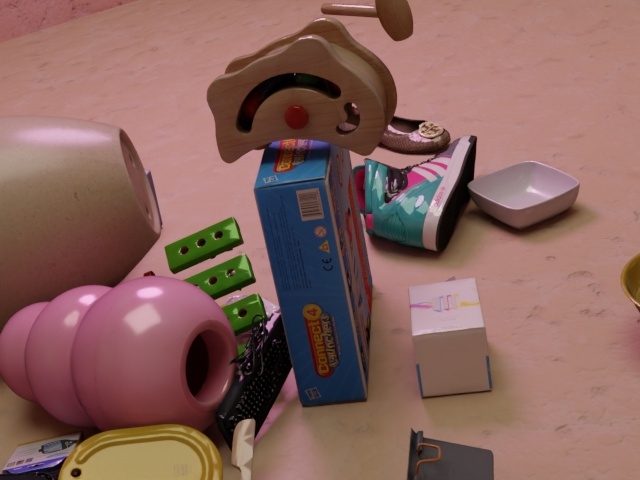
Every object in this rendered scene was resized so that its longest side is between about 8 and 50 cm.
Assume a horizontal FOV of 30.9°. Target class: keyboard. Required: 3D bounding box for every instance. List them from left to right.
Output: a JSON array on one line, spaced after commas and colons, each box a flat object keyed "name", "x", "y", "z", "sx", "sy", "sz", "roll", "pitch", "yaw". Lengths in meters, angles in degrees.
[{"name": "keyboard", "x": -0.069, "y": 0.165, "z": 1.391, "sx": 0.038, "sy": 0.100, "sz": 0.192, "roll": -9, "pitch": 34, "yaw": 29}]

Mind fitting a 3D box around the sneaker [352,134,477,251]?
[{"name": "sneaker", "x": 0.141, "y": -0.088, "z": 1.840, "sx": 0.178, "sy": 0.124, "sz": 0.295, "roll": 10, "pitch": 33, "yaw": 17}]

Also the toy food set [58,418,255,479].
[{"name": "toy food set", "x": -0.175, "y": 0.275, "z": 1.281, "sx": 0.217, "sy": 0.071, "sz": 0.128, "roll": -5, "pitch": 48, "yaw": -4}]

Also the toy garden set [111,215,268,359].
[{"name": "toy garden set", "x": -0.171, "y": 0.111, "z": 1.558, "sx": 0.203, "sy": 0.049, "sz": 0.244, "roll": -24, "pitch": 54, "yaw": 6}]

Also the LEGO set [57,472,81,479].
[{"name": "LEGO set", "x": -0.288, "y": 0.291, "z": 1.343, "sx": 0.083, "sy": 0.023, "sz": 0.054, "roll": 19, "pitch": 39, "yaw": 23}]

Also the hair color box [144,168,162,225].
[{"name": "hair color box", "x": -0.475, "y": -0.026, "z": 1.925, "sx": 0.374, "sy": 0.114, "sz": 0.185, "roll": -1, "pitch": 27, "yaw": 16}]

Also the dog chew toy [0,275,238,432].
[{"name": "dog chew toy", "x": -0.267, "y": 0.144, "z": 1.429, "sx": 0.331, "sy": 0.207, "sz": 0.206, "roll": 1, "pitch": 28, "yaw": 32}]

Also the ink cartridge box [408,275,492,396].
[{"name": "ink cartridge box", "x": 0.161, "y": 0.116, "z": 1.451, "sx": 0.089, "sy": 0.092, "sz": 0.143, "roll": -8, "pitch": 25, "yaw": 5}]

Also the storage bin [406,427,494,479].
[{"name": "storage bin", "x": 0.132, "y": 0.257, "z": 1.190, "sx": 0.091, "sy": 0.098, "sz": 0.135, "roll": 4, "pitch": 28, "yaw": 5}]

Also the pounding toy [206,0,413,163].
[{"name": "pounding toy", "x": 0.009, "y": -0.183, "z": 1.365, "sx": 0.269, "sy": 0.154, "sz": 0.155, "roll": -21, "pitch": 21, "yaw": 26}]

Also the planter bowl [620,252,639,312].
[{"name": "planter bowl", "x": 0.479, "y": 0.082, "z": 1.410, "sx": 0.217, "sy": 0.090, "sz": 0.217, "roll": -8, "pitch": 27, "yaw": 4}]

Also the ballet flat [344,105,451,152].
[{"name": "ballet flat", "x": 0.131, "y": -0.211, "z": 2.144, "sx": 0.249, "sy": 0.058, "sz": 0.084, "roll": 16, "pitch": 37, "yaw": 41}]

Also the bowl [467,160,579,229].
[{"name": "bowl", "x": 0.317, "y": -0.066, "z": 1.802, "sx": 0.142, "sy": 0.053, "sz": 0.142, "roll": -22, "pitch": 28, "yaw": -22}]

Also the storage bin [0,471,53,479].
[{"name": "storage bin", "x": -0.373, "y": 0.320, "z": 1.237, "sx": 0.180, "sy": 0.084, "sz": 0.122, "roll": -5, "pitch": 27, "yaw": 11}]

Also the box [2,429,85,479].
[{"name": "box", "x": -0.322, "y": 0.258, "z": 1.356, "sx": 0.081, "sy": 0.028, "sz": 0.136, "roll": -12, "pitch": 7, "yaw": -4}]

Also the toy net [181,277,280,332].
[{"name": "toy net", "x": -0.159, "y": 0.101, "z": 1.646, "sx": 0.232, "sy": 0.045, "sz": 0.122, "roll": 2, "pitch": 27, "yaw": 19}]

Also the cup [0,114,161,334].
[{"name": "cup", "x": -0.365, "y": -0.045, "z": 1.639, "sx": 0.236, "sy": 0.331, "sz": 0.331, "roll": -20, "pitch": 27, "yaw": 2}]

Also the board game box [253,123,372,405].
[{"name": "board game box", "x": 0.000, "y": 0.000, "z": 1.494, "sx": 0.086, "sy": 0.308, "sz": 0.302, "roll": -7, "pitch": 26, "yaw": 7}]
